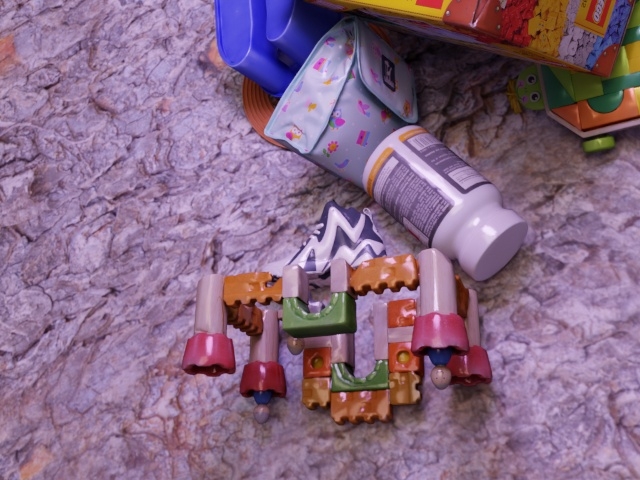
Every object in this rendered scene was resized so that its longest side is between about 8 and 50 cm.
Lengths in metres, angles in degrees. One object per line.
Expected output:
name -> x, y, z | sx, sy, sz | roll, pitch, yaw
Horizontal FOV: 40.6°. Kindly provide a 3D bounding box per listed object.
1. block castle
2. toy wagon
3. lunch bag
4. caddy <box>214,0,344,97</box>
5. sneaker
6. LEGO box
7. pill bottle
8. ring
block castle -> 0.034, 0.176, 1.413 | 0.453, 0.303, 0.213 | -7, 68, 18
toy wagon -> 0.480, -0.290, 1.511 | 0.344, 0.068, 0.267 | -11, 88, 33
lunch bag -> 0.060, -0.251, 1.590 | 0.160, 0.223, 0.262 | 30, 92, 41
caddy -> -0.075, -0.456, 1.743 | 0.241, 0.179, 0.341 | -24, 61, 36
sneaker -> 0.000, 0.000, 1.613 | 0.234, 0.094, 0.153 | -13, 64, 14
LEGO box -> 0.210, -0.444, 1.459 | 0.500, 0.372, 0.193 | 27, 106, 46
pill bottle -> 0.217, -0.066, 1.521 | 0.162, 0.162, 0.278 | -44, 62, -1
ring -> -0.010, -0.341, 1.787 | 0.336, 0.032, 0.337 | -7, 68, 18
